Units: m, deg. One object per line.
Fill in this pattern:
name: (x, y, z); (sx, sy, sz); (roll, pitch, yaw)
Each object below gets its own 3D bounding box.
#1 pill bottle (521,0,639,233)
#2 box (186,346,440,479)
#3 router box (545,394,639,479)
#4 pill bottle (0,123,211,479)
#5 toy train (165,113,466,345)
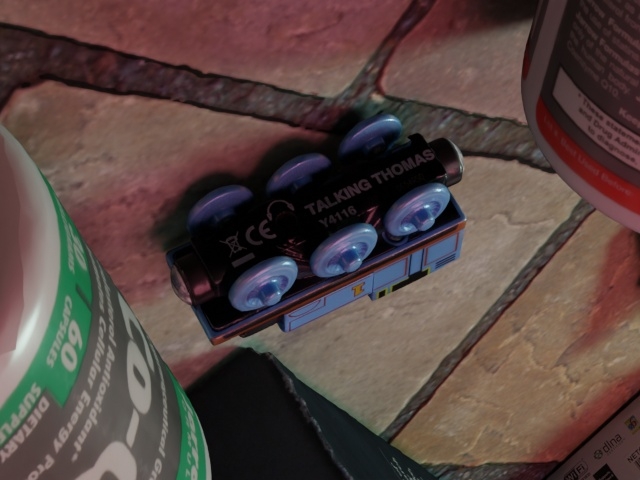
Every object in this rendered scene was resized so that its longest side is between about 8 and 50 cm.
pill bottle: (0.232, -0.180, 0.836); (0.210, 0.210, 0.363); (-19, 145, -23)
box: (-0.066, 0.385, 1.248); (0.480, 0.297, 0.472); (-38, 146, 7)
router box: (0.320, 0.249, 1.608); (0.335, 0.082, 0.301); (-46, 147, 18)
pill bottle: (-0.171, 0.100, 0.850); (0.204, 0.204, 0.361); (-31, 149, -5)
toy train: (0.000, 0.000, 0.993); (0.184, 0.080, 0.105); (-26, 153, -13)
